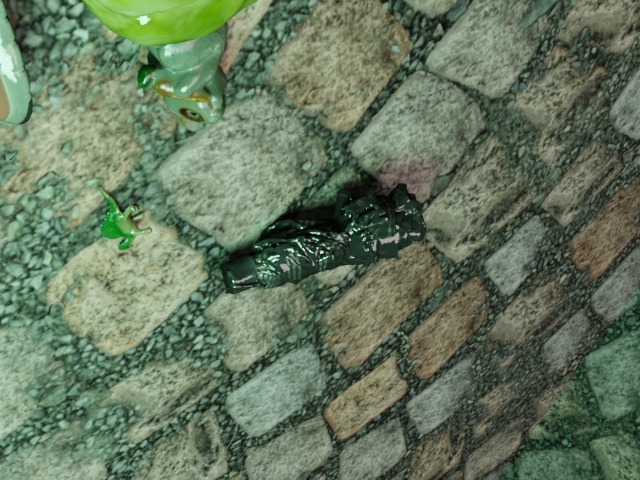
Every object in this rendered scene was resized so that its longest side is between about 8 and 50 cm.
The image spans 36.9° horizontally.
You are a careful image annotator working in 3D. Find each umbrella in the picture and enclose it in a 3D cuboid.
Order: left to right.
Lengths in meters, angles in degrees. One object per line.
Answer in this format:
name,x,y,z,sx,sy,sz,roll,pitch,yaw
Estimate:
umbrella,-0.002,-0.003,1.506,0.337,0.154,0.128,-17,97,-11

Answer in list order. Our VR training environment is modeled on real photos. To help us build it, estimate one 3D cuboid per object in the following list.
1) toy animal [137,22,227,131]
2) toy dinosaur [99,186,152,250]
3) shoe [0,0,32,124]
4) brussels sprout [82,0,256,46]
toy animal,-0.150,-0.205,1.165,0.138,0.108,0.236,-41,144,-8
toy dinosaur,-0.271,-0.027,1.283,0.060,0.029,0.119,-33,143,0
shoe,-0.379,-0.218,0.933,0.137,0.114,0.291,-24,142,-20
brussels sprout,-0.135,-0.337,0.880,0.274,0.243,0.316,0,118,-60
